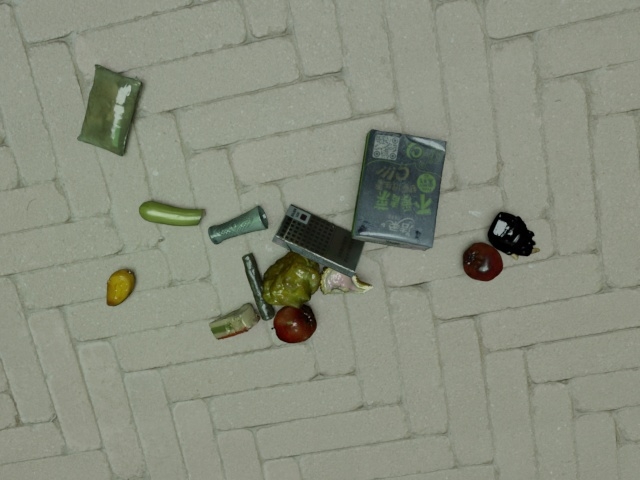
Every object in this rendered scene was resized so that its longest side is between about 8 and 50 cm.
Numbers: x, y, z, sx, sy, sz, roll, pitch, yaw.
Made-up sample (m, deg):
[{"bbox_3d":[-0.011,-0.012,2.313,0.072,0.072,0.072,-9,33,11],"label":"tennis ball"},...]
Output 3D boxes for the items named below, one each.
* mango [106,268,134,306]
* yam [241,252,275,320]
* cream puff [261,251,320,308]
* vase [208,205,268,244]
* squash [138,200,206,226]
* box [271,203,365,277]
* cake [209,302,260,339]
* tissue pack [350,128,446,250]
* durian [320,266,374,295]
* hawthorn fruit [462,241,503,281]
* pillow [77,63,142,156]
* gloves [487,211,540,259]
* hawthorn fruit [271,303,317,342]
[{"bbox_3d":[-0.805,0.188,1.887,0.101,0.066,0.188,25,106,-11],"label":"mango"},{"bbox_3d":[-0.248,0.184,1.864,0.061,0.061,0.274,-17,99,6],"label":"yam"},{"bbox_3d":[-0.109,0.151,1.767,0.196,0.244,0.244,22,102,-16],"label":"cream puff"},{"bbox_3d":[-0.318,-0.053,1.805,0.219,0.096,0.096,-19,100,9],"label":"vase"},{"bbox_3d":[-0.573,-0.100,1.812,0.250,0.083,0.083,8,101,-1],"label":"squash"},{"bbox_3d":[0.000,-0.001,1.761,0.324,0.180,0.047,25,139,-2],"label":"box"},{"bbox_3d":[-0.339,0.325,1.905,0.220,0.116,0.086,-24,98,40],"label":"cake"},{"bbox_3d":[0.277,-0.178,1.680,0.287,0.124,0.395,9,82,1],"label":"tissue pack"},{"bbox_3d":[0.103,0.158,1.823,0.224,0.078,0.141,11,93,17],"label":"durian"},{"bbox_3d":[0.620,0.087,1.775,0.171,0.148,0.148,20,103,-29],"label":"hawthorn fruit"},{"bbox_3d":[-0.782,-0.484,1.747,0.184,0.075,0.303,21,104,-1],"label":"pillow"},{"bbox_3d":[0.732,-0.009,1.759,0.203,0.124,0.165,24,120,6],"label":"gloves"},{"bbox_3d":[-0.117,0.330,1.848,0.193,0.157,0.157,-20,100,25],"label":"hawthorn fruit"}]
